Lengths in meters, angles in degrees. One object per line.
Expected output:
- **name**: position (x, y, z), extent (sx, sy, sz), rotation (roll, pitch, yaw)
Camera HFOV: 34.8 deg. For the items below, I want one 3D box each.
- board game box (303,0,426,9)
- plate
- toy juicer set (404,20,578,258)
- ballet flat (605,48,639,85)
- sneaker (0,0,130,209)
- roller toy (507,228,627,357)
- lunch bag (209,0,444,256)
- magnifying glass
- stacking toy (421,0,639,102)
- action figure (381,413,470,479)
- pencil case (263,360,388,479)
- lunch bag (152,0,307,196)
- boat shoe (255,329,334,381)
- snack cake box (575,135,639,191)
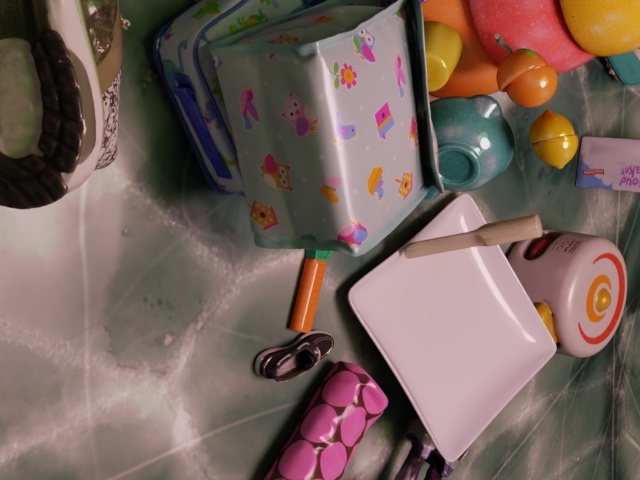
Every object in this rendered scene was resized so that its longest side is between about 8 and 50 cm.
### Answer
- **board game box**: position (0.018, -0.338, 1.112), extent (0.210, 0.160, 0.047), rotation (60, 28, -35)
- **plate**: position (0.180, 0.116, 1.411), extent (0.278, 0.045, 0.277), rotation (-38, 103, -35)
- **toy juicer set**: position (0.206, -0.110, 1.249), extent (0.089, 0.209, 0.329), rotation (-70, 161, -47)
- **ballet flat**: position (0.478, -0.353, 1.663), extent (0.241, 0.091, 0.077), rotation (56, 29, -42)
- **sneaker**: position (-0.239, -0.237, 0.919), extent (0.182, 0.158, 0.410), rotation (-20, 114, -76)
- **roller toy**: position (0.384, 0.081, 1.593), extent (0.209, 0.146, 0.191), rotation (18, 85, -46)
- **lunch bag**: position (0.036, -0.133, 1.051), extent (0.262, 0.160, 0.223), rotation (-35, 122, -47)
- **magnifying glass**: position (0.000, 0.000, 1.267), extent (0.092, 0.026, 0.230), rotation (15, 86, -47)
- **stacking toy**: position (0.309, -0.313, 1.188), extent (0.351, 0.480, 0.350), rotation (-13, 108, -44)
- **action figure**: position (0.125, 0.359, 1.410), extent (0.185, 0.099, 0.285), rotation (39, 61, -24)
- **pencil case**: position (0.010, 0.259, 1.284), extent (0.098, 0.095, 0.209), rotation (37, 70, -11)
- **lunch bag**: position (-0.076, -0.163, 1.101), extent (0.176, 0.090, 0.219), rotation (-45, 128, -31)
- **boat shoe**: position (-0.023, 0.144, 1.258), extent (0.125, 0.038, 0.046), rotation (-11, 113, -45)
- **snack cake box**: position (0.573, -0.125, 1.743), extent (0.264, 0.152, 0.089), rotation (-1, 99, -46)
